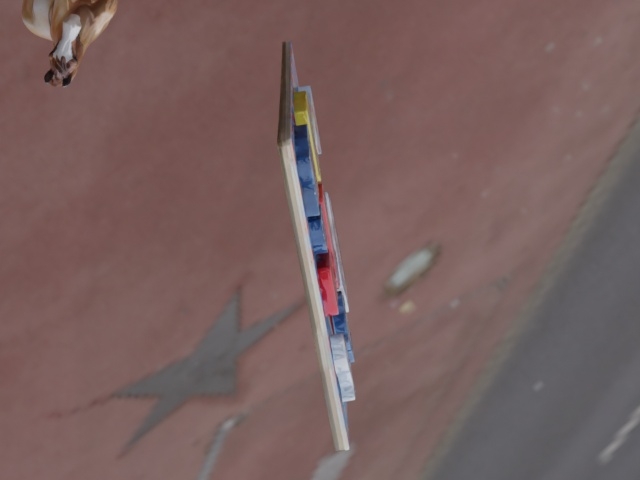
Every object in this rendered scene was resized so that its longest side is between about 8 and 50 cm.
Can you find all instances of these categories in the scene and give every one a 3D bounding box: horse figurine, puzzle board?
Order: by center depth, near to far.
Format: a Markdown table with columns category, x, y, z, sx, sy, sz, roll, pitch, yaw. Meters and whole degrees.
| category | x | y | z | sx | sy | sz | roll | pitch | yaw |
| --- | --- | --- | --- | --- | --- | --- | --- | --- | --- |
| puzzle board | 0.000 | 0.000 | 0.588 | 0.011 | 0.096 | 0.128 | -8 | 118 | 4 |
| horse figurine | -0.217 | -0.228 | 1.356 | 0.066 | 0.263 | 0.174 | 13 | 98 | -26 |
